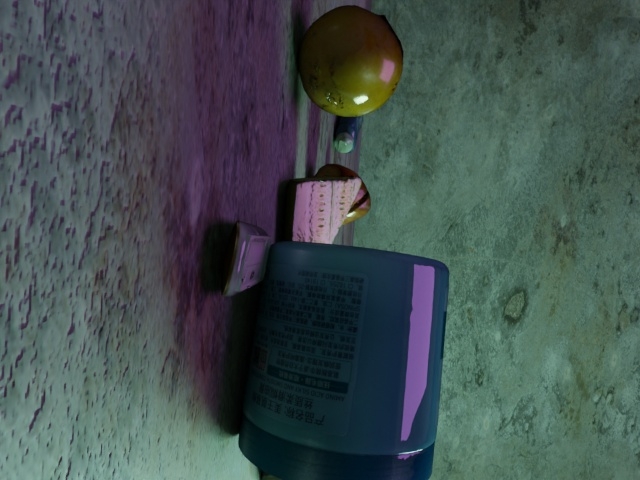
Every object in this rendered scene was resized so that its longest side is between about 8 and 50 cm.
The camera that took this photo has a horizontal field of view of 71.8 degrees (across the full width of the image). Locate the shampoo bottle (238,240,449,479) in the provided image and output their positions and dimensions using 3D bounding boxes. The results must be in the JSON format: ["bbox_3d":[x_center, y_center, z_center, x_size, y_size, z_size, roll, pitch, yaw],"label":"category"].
[{"bbox_3d":[0.043,0.189,0.770,0.331,0.332,0.342,39,57,-80],"label":"shampoo bottle"}]

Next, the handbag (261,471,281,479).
[{"bbox_3d":[-0.066,0.515,1.001,0.182,0.117,0.270,-88,176,-56],"label":"handbag"}]

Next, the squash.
[{"bbox_3d":[-0.014,0.001,0.992,0.203,0.111,0.288,-10,104,-40],"label":"squash"}]

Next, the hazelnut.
[{"bbox_3d":[0.044,-0.115,1.218,0.182,0.182,0.181,5,90,-82],"label":"hazelnut"}]

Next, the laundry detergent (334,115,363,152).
[{"bbox_3d":[0.104,-0.427,1.721,0.289,0.094,0.143,-71,170,-48],"label":"laundry detergent"}]

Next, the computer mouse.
[{"bbox_3d":[-0.108,0.025,0.630,0.199,0.045,0.102,-24,126,-88],"label":"computer mouse"}]

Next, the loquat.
[{"bbox_3d":[0.065,-0.387,0.967,0.235,0.235,0.234,5,90,-82],"label":"loquat"}]
